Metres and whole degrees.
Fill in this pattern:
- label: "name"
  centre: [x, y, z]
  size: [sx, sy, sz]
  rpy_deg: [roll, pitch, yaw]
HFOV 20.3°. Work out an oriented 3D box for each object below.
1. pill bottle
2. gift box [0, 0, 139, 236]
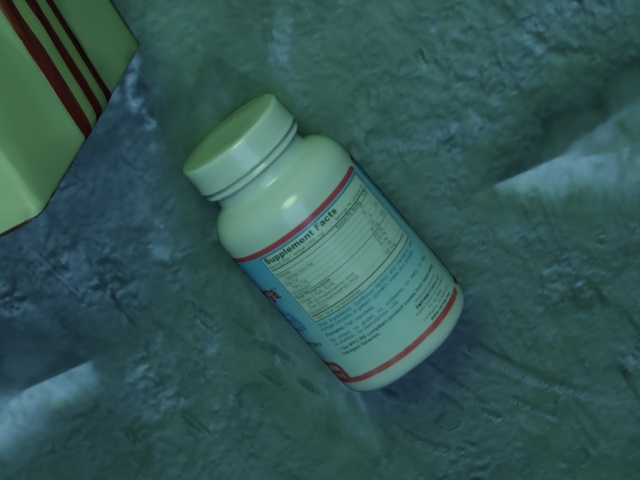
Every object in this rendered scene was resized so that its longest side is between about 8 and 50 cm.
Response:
- label: "pill bottle"
  centre: [0.000, 0.000, 0.983]
  size: [0.087, 0.087, 0.160]
  rpy_deg: [-40, 106, 3]
- label: "gift box"
  centre: [-0.264, -0.117, 0.834]
  size: [0.255, 0.276, 0.258]
  rpy_deg: [-27, 111, 13]
